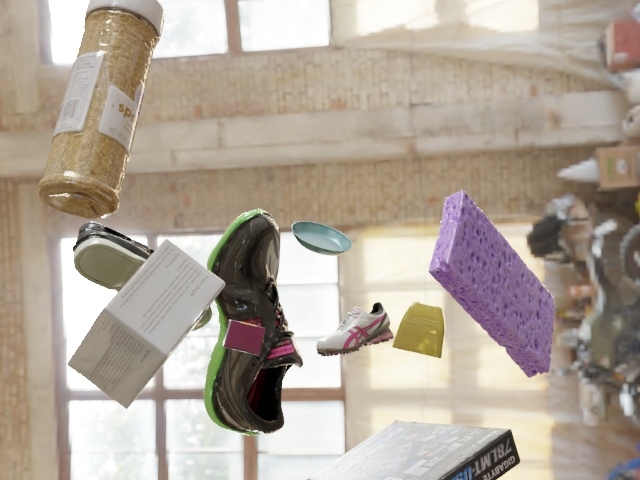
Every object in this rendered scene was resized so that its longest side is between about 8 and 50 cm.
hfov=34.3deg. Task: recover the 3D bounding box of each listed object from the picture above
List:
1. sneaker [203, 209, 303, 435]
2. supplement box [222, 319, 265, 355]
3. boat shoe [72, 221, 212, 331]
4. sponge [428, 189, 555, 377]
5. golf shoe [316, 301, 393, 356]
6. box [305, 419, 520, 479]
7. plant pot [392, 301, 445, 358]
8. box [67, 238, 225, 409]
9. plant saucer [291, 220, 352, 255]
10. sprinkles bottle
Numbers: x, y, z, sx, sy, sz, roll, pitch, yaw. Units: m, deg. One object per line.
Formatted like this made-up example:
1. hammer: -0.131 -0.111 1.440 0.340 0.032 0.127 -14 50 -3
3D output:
1. sneaker: -0.115 0.170 2.089 0.185 0.202 0.482 -18 -63 -48
2. supplement box: -0.115 0.144 1.547 0.083 0.055 0.043 156 128 -82
3. boat shoe: -0.352 0.068 2.051 0.340 0.127 0.113 30 -158 -37
4. sponge: 0.200 0.051 1.178 0.210 0.031 0.117 45 -138 -29
5. golf shoe: 0.059 0.174 2.010 0.186 0.067 0.085 -15 -88 -41
6. box: 0.146 0.411 1.814 0.296 0.293 0.073 -24 -81 -40
7. plant pot: 0.168 0.145 1.709 0.081 0.082 0.083 35 -113 -80
8. box: -0.264 0.127 1.571 0.182 0.119 0.181 -50 3 44
9. plant saucer: 0.000 0.000 1.930 0.119 0.119 0.021 -66 -5 -68
10. sprinkles bottle: -0.327 -0.212 1.561 0.121 0.121 0.355 68 -152 -62
